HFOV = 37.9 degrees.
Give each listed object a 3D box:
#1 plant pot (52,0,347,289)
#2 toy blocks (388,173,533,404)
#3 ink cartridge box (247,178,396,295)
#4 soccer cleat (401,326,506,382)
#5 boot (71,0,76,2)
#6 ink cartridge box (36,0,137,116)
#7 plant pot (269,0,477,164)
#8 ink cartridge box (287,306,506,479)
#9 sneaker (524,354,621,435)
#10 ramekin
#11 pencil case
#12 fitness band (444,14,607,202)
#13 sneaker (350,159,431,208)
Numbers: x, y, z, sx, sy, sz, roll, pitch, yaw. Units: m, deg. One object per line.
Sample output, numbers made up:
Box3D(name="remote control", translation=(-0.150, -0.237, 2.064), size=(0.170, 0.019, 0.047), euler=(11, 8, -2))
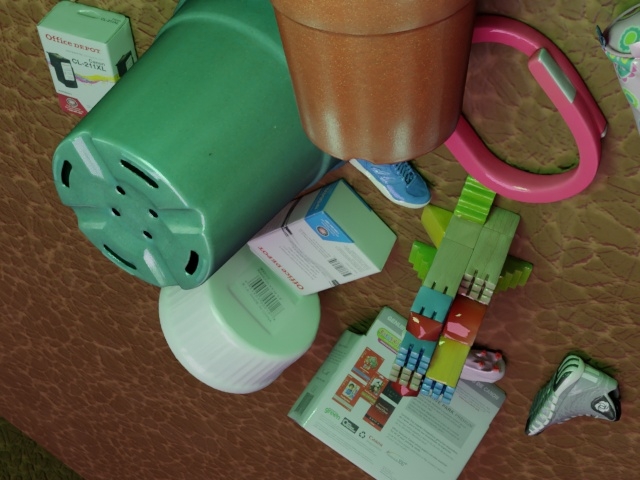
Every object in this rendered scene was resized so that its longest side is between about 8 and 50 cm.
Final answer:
Box3D(name="plant pot", translation=(-0.158, -0.131, 1.268), size=(0.341, 0.334, 0.341), euler=(22, 141, 19))
Box3D(name="toy blocks", translation=(0.193, 0.124, 1.439), size=(0.191, 0.261, 0.381), euler=(21, 143, 10))
Box3D(name="ink cartridge box", translation=(0.000, 0.000, 1.563), size=(0.203, 0.086, 0.148), euler=(-20, 123, 46))
Box3D(name="soccer cleat", translation=(0.236, 0.211, 1.681), size=(0.196, 0.068, 0.076), euler=(20, 146, 6))
Box3D(name="boot", translation=(-0.352, -0.459, 1.244), size=(0.203, 0.095, 0.262), euler=(41, 146, -14))
Box3D(name="ink cartridge box", translation=(-0.361, -0.278, 1.477), size=(0.128, 0.072, 0.175), euler=(17, 142, 16))
Box3D(name="plant pot", translation=(0.065, -0.248, 1.066), size=(0.273, 0.272, 0.265), euler=(14, 140, 19))
Box3D(name="ink cartridge box", translation=(0.147, 0.312, 1.755), size=(0.309, 0.271, 0.130), euler=(37, 171, -11))
Box3D(name="sneaker", translation=(0.451, 0.299, 1.630), size=(0.132, 0.086, 0.228), euler=(22, 142, 5))
Box3D(name="ramekin", translation=(-0.132, 0.117, 1.641), size=(0.277, 0.277, 0.135), euler=(39, 135, -14))
Box3D(name="pencil case", translation=(0.424, -0.149, 1.087), size=(0.124, 0.124, 0.284), euler=(-6, 132, 38))
Box3D(name="fitness band", translation=(0.251, -0.169, 1.236), size=(0.209, 0.054, 0.291), euler=(-13, 126, 45))
Box3D(name="sneaker", translation=(0.113, -0.111, 1.381), size=(0.152, 0.058, 0.084), euler=(40, 151, -4))
